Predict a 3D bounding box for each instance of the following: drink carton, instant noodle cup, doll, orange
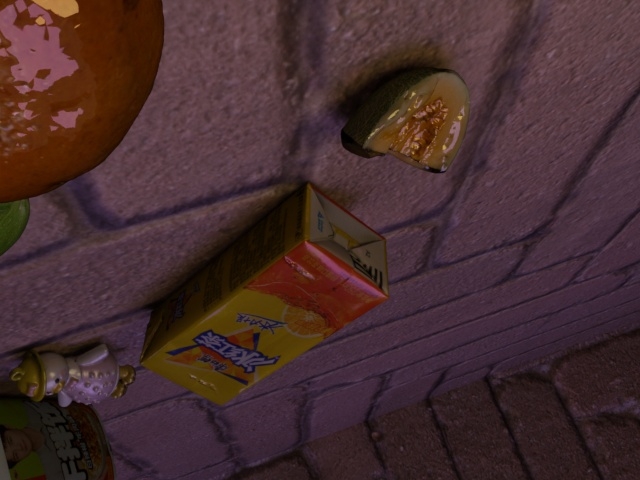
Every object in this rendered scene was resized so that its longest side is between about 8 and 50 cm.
[{"bbox_3d":[-0.084,0.086,0.956,0.154,0.111,0.351,35,127,-27],"label":"drink carton"},{"bbox_3d":[-0.507,0.375,1.123,0.293,0.294,0.308,-28,163,15],"label":"instant noodle cup"},{"bbox_3d":[-0.374,0.204,1.063,0.129,0.081,0.207,-50,146,15],"label":"doll"},{"bbox_3d":[-0.200,-0.126,0.386,0.223,0.170,0.224,-7,136,-7],"label":"orange"}]

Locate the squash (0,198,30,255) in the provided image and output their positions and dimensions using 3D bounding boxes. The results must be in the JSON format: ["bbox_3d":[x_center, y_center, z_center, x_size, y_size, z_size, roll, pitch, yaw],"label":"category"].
[{"bbox_3d":[-0.427,0.040,0.640,0.378,0.102,0.101,-24,157,10],"label":"squash"}]

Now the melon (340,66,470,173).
[{"bbox_3d":[0.093,-0.135,0.745,0.160,0.079,0.128,9,124,-49],"label":"melon"}]
